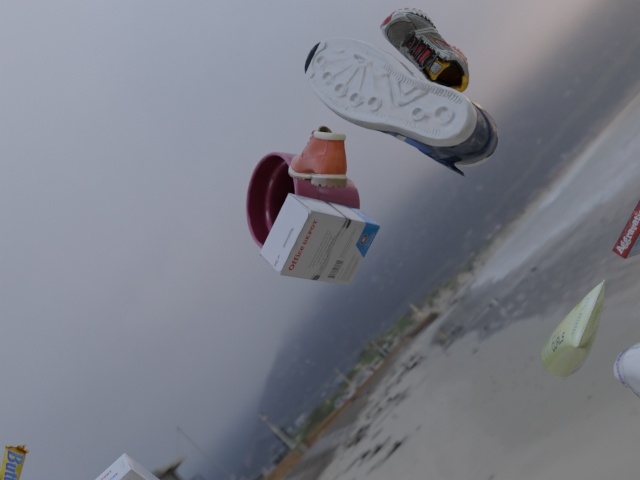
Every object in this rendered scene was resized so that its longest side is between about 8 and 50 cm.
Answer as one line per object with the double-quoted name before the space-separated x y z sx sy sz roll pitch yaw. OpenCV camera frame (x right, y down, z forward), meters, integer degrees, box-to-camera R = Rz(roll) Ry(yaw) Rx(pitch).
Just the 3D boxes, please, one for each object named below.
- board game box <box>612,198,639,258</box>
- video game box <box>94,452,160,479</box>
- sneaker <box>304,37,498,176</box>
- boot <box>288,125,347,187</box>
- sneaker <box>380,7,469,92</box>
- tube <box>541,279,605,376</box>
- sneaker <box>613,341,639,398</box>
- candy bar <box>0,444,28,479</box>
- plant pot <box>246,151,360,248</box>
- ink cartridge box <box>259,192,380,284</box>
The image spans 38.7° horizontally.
"board game box" 0.544 -0.058 1.384 0.281 0.027 0.145 -11 -49 -48
"video game box" -0.264 0.411 1.234 0.187 0.205 0.048 -43 33 -4
"sneaker" 0.146 -0.217 1.532 0.130 0.323 0.236 -64 -25 3
"boot" -0.001 -0.124 1.320 0.059 0.084 0.158 -2 9 -23
"sneaker" 0.211 -0.366 1.759 0.088 0.225 0.092 -45 31 29
"tube" 0.338 0.126 1.208 0.062 0.070 0.240 -16 -20 0
"sneaker" 0.466 0.157 0.990 0.152 0.305 0.114 144 142 -71
"candy bar" -0.476 0.386 1.369 0.018 0.040 0.161 -3 72 52
"plant pot" -0.028 -0.074 1.862 0.180 0.201 0.201 3 -41 -35
"ink cartridge box" 0.000 0.000 1.730 0.191 0.082 0.139 12 -68 -43
